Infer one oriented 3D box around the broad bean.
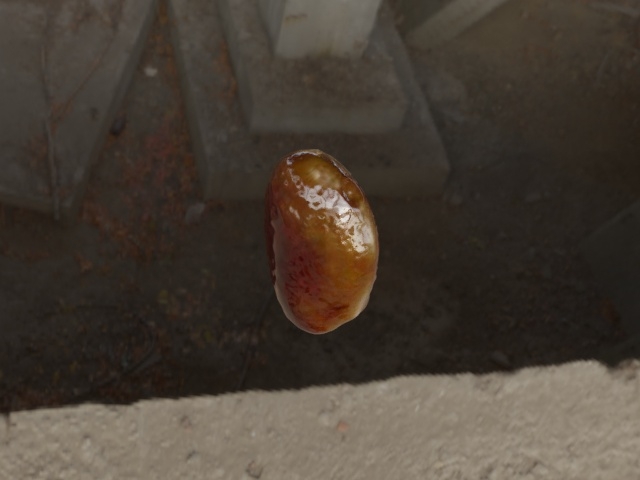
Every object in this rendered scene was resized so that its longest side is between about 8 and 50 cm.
[{"bbox_3d":[0.000,0.000,0.870,0.114,0.165,0.084,26,46,22],"label":"broad bean"}]
